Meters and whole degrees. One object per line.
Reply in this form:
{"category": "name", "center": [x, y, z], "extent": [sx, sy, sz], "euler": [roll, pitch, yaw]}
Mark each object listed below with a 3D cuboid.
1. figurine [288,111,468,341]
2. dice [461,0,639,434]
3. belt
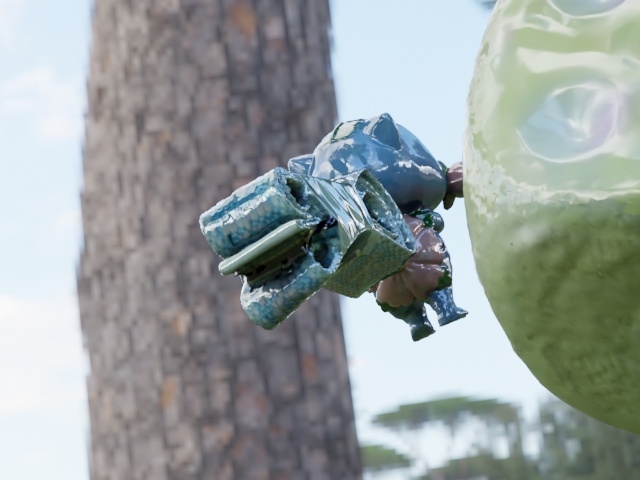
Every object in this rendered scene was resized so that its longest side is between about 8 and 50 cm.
{"category": "figurine", "center": [0.063, -0.013, 1.526], "extent": [0.114, 0.178, 0.144], "euler": [-31, -10, 39]}
{"category": "dice", "center": [0.239, -0.040, 1.137], "extent": [0.252, 0.250, 0.254], "euler": [-2, -41, 28]}
{"category": "belt", "center": [0.000, 0.000, 1.309], "extent": [0.072, 0.087, 0.302], "euler": [-28, -4, 14]}
